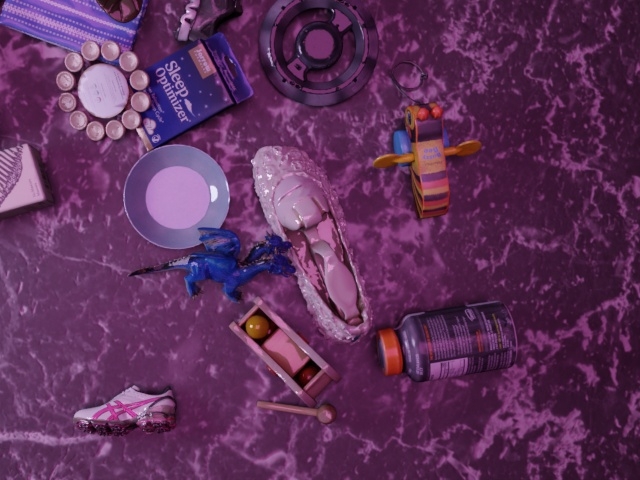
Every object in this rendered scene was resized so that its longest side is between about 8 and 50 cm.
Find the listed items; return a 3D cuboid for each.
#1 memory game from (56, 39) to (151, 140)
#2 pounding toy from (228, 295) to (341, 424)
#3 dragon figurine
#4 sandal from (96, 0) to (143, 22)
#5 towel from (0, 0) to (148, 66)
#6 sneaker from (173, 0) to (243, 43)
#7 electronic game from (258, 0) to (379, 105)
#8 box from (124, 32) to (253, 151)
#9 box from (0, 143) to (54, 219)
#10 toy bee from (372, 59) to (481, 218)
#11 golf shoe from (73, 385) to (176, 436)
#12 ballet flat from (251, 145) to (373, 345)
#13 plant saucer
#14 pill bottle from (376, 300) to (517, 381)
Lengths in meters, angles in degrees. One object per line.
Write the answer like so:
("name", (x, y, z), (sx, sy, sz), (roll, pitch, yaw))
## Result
("memory game", (-0.397, -0.275, 1.600), (0.186, 0.012, 0.186), (2, 101, 10))
("pounding toy", (-0.069, 0.246, 1.582), (0.269, 0.154, 0.155), (45, 84, -3))
("dragon figurine", (-0.191, 0.032, 1.571), (0.289, 0.085, 0.144), (12, 131, -7))
("sandal", (-0.398, -0.480, 1.575), (0.090, 0.060, 0.219), (-42, 83, -12))
("towel", (-0.421, -0.514, 1.608), (0.243, 0.040, 0.335), (19, 87, -11))
("sneaker", (-0.186, -0.466, 1.629), (0.106, 0.078, 0.234), (21, 90, -8))
("electronic game", (-0.003, -0.370, 1.658), (0.229, 0.048, 0.229), (0, 95, -2))
("box", (-0.251, -0.275, 1.606), (0.225, 0.036, 0.136), (-28, 92, 8))
("box", (-0.630, -0.081, 1.556), (0.275, 0.094, 0.113), (-18, 90, -7))
("toy bee", (0.183, -0.188, 1.620), (0.195, 0.162, 0.298), (-31, 92, -5))
("golf shoe", (-0.357, 0.311, 1.600), (0.186, 0.067, 0.086), (-3, 60, -5))
("ballet flat", (0.000, 0.000, 1.609), (0.147, 0.147, 0.408), (-25, 91, -7))
("plant saucer", (-0.266, -0.080, 1.626), (0.195, 0.037, 0.194), (0, 88, -6))
("pill bottle", (0.230, 0.192, 1.630), (0.246, 0.130, 0.130), (-8, 89, -7))
